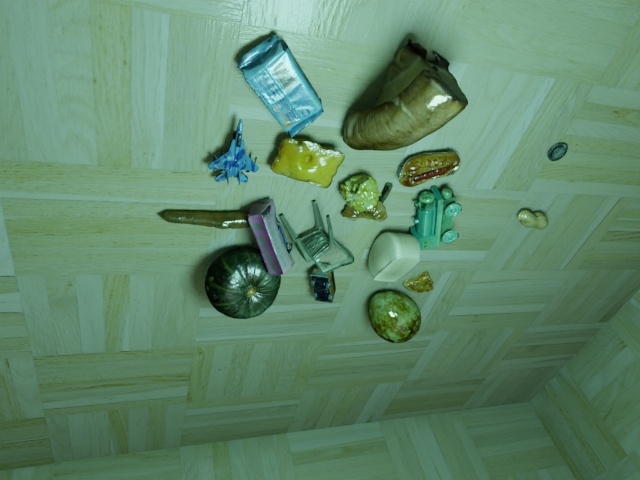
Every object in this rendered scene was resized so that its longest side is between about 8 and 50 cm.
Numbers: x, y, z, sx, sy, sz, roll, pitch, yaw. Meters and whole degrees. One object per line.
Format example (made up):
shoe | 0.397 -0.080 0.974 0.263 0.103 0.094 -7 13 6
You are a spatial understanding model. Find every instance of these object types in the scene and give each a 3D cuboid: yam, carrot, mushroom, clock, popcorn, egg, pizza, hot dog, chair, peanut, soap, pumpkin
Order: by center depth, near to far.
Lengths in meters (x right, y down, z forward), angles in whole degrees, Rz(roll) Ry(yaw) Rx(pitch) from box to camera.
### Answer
soap | -0.112 -0.462 1.481 0.156 0.077 0.293 -29 135 11
mushroom | 0.252 -0.380 1.553 0.224 0.314 0.397 23 127 -32
carrot | -0.404 -0.076 1.768 0.342 0.070 0.070 1 133 -19
popcorn | 0.153 -0.177 1.822 0.135 0.141 0.162 -35 175 -41
hot dog | 0.411 -0.275 1.860 0.252 0.069 0.131 -14 135 -8
chair | 0.000 0.000 1.894 0.190 0.203 0.275 -30 132 -6
pumpkin | -0.306 0.161 1.928 0.300 0.207 0.300 -14 123 -22
yam | 0.248 -0.171 1.936 0.033 0.027 0.129 -43 164 -47
clock | 0.970 -0.363 2.012 0.085 0.017 0.085 -10 136 -10
peanut | 0.962 -0.096 2.232 0.187 0.082 0.082 8 130 -25
egg | 0.346 0.358 2.343 0.289 0.238 0.238 37 114 -27
pizza | 0.485 0.208 2.379 0.175 0.046 0.134 1 133 -20

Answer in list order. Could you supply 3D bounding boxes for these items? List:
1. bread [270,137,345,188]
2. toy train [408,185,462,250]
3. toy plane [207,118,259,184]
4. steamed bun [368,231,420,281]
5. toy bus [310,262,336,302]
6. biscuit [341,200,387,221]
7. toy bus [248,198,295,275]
bread | -0.047 -0.276 1.685 0.233 0.088 0.161 12 123 -26
toy train | 0.469 -0.090 2.033 0.194 0.120 0.298 -11 136 -2
toy plane | -0.277 -0.288 1.597 0.169 0.078 0.246 -1 127 -19
steamed bun | 0.304 0.058 2.076 0.146 0.164 0.242 5 150 -23
toy bus | 0.016 0.180 2.139 0.091 0.103 0.182 7 138 15
biscuit | 0.177 -0.116 1.923 0.183 0.061 0.118 6 126 -8
toy bus | -0.179 -0.009 1.807 0.090 0.112 0.274 -8 115 24
